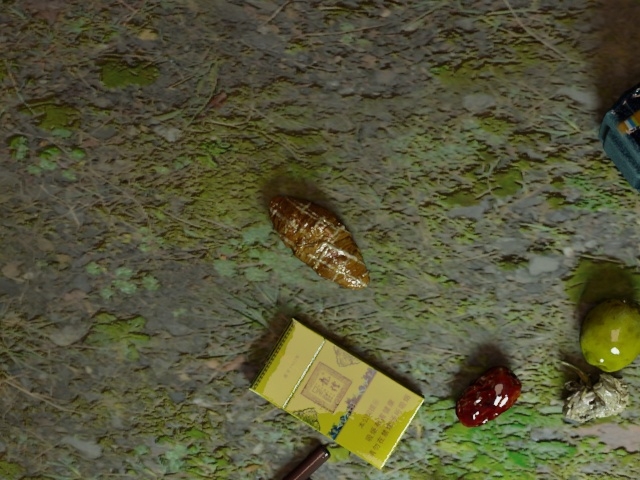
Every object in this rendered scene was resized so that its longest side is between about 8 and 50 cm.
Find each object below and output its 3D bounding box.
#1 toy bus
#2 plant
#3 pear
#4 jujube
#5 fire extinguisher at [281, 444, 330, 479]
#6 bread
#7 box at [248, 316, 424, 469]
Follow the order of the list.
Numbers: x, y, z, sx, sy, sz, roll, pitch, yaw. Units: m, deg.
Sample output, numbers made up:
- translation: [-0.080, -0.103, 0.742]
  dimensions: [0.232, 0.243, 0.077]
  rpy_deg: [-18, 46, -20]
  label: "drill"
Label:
- translation: [0.611, -0.120, 1.568]
  dimensions: [0.194, 0.162, 0.323]
  rpy_deg: [-33, 74, 2]
  label: "toy bus"
- translation: [0.467, 0.257, 1.682]
  dimensions: [0.117, 0.104, 0.122]
  rpy_deg: [-13, 63, -21]
  label: "plant"
- translation: [0.499, 0.159, 1.654]
  dimensions: [0.107, 0.107, 0.131]
  rpy_deg: [18, 88, 5]
  label: "pear"
- translation: [0.292, 0.277, 1.693]
  dimensions: [0.129, 0.077, 0.077]
  rpy_deg: [-44, 87, 10]
  label: "jujube"
- translation: [-0.046, 0.443, 1.756]
  dimensions: [0.173, 0.035, 0.049]
  rpy_deg: [-43, 126, 5]
  label: "fire extinguisher"
- translation: [0.000, 0.000, 1.713]
  dimensions: [0.233, 0.076, 0.105]
  rpy_deg: [43, 97, 1]
  label: "bread"
- translation: [0.030, 0.272, 1.737]
  dimensions: [0.279, 0.041, 0.153]
  rpy_deg: [31, 96, 4]
  label: "box"
